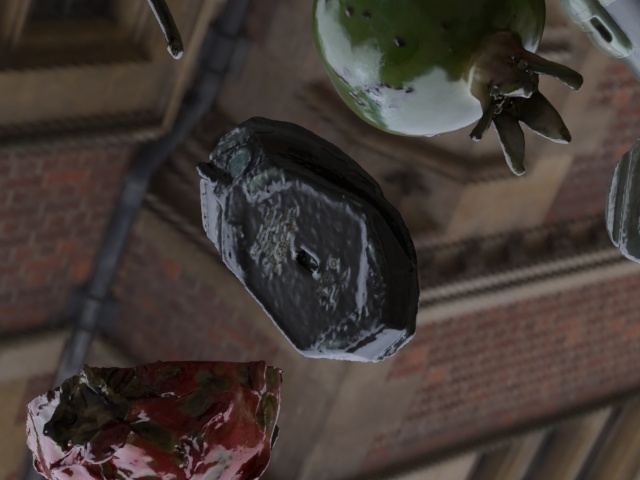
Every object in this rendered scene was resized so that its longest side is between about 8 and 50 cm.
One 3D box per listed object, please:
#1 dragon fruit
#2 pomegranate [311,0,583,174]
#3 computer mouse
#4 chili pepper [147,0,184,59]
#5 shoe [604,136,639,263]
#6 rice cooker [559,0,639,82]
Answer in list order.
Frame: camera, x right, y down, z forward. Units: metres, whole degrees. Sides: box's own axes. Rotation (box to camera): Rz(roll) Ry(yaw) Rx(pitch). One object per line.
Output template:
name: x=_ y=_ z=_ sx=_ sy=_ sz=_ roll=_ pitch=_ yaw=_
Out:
dragon fruit: x=-0.180 y=0.189 z=1.615 sx=0.211 sy=0.262 sz=0.134 roll=39 pitch=-142 yaw=-59
pomegranate: x=0.099 y=-0.146 z=1.285 sx=0.181 sy=0.181 sz=0.224 roll=-8 pitch=-137 yaw=-43
computer mouse: x=0.000 y=0.000 z=1.070 sx=0.062 sy=0.106 sz=0.192 roll=-3 pitch=-144 yaw=-48
chili pepper: x=-0.199 y=-0.325 z=1.667 sx=0.131 sy=0.338 sz=0.134 roll=-14 pitch=-178 yaw=28
shoe: x=0.288 y=-0.015 z=1.027 sx=0.227 sy=0.099 sz=0.125 roll=1 pitch=169 yaw=39
rice cooker: x=0.452 y=-0.312 z=2.095 sx=0.277 sy=0.288 sz=0.288 roll=47 pitch=-153 yaw=-10
